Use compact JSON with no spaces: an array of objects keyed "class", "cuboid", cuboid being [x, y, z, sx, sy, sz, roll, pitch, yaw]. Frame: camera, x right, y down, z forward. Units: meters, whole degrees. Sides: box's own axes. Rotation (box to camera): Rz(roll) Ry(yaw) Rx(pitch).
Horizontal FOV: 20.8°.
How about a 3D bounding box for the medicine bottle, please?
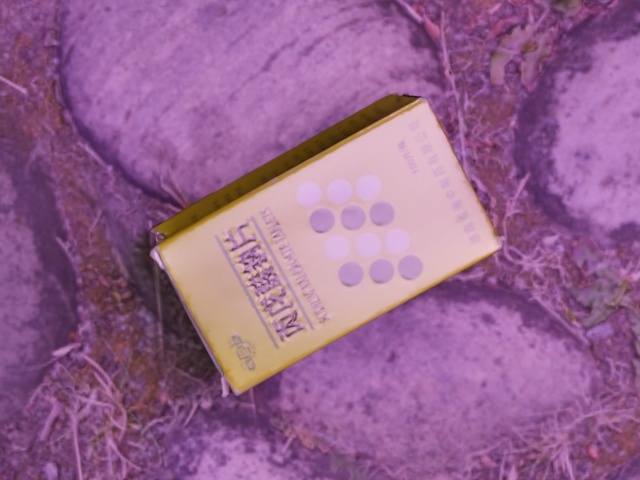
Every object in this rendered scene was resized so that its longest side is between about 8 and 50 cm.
[{"class":"medicine bottle","cuboid":[0.000,0.000,1.368,0.250,0.141,0.137,-29,100,-3]}]
